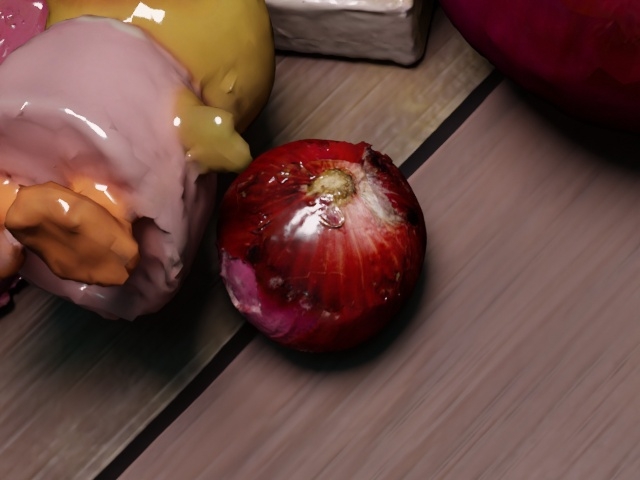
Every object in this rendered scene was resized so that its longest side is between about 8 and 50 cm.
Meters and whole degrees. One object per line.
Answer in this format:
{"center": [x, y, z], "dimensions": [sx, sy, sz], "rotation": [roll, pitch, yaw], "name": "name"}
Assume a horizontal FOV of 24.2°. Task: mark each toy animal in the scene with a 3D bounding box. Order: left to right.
{"center": [-0.109, -0.081, 0.864], "dimensions": [0.195, 0.169, 0.281], "rotation": [2, 55, 24], "name": "toy animal"}

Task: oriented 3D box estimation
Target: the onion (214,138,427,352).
{"center": [0.000, 0.000, 0.896], "dimensions": [0.131, 0.131, 0.131], "rotation": [-4, 65, 9], "name": "onion"}

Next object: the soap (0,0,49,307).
{"center": [-0.253, -0.053, 0.973], "dimensions": [0.182, 0.112, 0.289], "rotation": [32, 73, 19], "name": "soap"}

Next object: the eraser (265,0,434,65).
{"center": [0.031, -0.289, 1.046], "dimensions": [0.144, 0.078, 0.343], "rotation": [8, 66, 14], "name": "eraser"}

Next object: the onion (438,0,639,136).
{"center": [0.188, -0.192, 0.871], "dimensions": [0.336, 0.282, 0.260], "rotation": [28, 75, 7], "name": "onion"}
